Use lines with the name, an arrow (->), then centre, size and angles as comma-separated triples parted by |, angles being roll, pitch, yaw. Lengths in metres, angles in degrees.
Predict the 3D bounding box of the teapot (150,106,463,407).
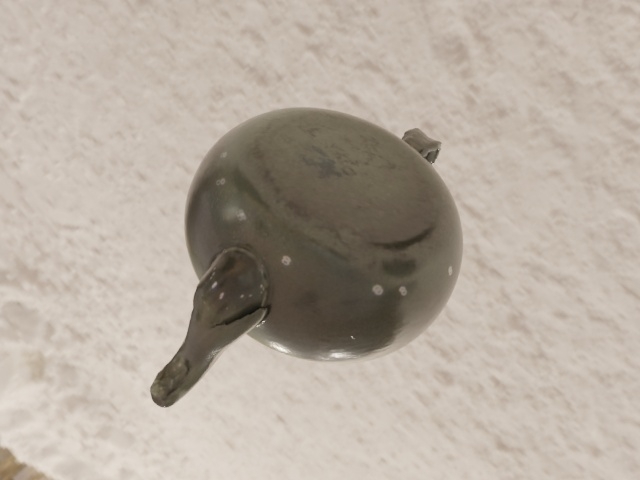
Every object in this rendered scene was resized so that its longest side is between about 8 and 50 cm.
teapot -> 0.000, 0.000, 0.664 | 0.193, 0.294, 0.129 | 39, 132, 13
